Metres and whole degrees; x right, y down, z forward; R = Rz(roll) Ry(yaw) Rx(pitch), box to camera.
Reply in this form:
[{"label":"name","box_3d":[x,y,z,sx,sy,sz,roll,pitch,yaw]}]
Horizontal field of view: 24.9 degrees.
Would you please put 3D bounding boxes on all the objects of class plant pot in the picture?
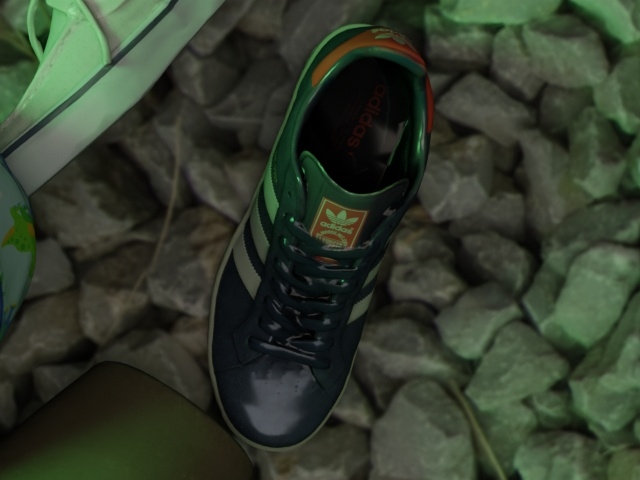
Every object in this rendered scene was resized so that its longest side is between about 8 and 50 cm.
[{"label":"plant pot","box_3d":[-0.168,0.223,1.073,0.263,0.263,0.229,41,69,-11]}]

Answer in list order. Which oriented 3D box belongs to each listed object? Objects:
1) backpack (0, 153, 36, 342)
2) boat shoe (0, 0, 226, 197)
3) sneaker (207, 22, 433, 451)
[{"label":"backpack","box_3d":[-0.358,0.046,0.982,0.290,0.273,0.355,48,129,-6]},{"label":"boat shoe","box_3d":[-0.157,-0.201,1.079,0.156,0.136,0.367,42,84,-12]},{"label":"sneaker","box_3d":[0.000,0.000,1.117,0.131,0.148,0.350,13,92,-11]}]
